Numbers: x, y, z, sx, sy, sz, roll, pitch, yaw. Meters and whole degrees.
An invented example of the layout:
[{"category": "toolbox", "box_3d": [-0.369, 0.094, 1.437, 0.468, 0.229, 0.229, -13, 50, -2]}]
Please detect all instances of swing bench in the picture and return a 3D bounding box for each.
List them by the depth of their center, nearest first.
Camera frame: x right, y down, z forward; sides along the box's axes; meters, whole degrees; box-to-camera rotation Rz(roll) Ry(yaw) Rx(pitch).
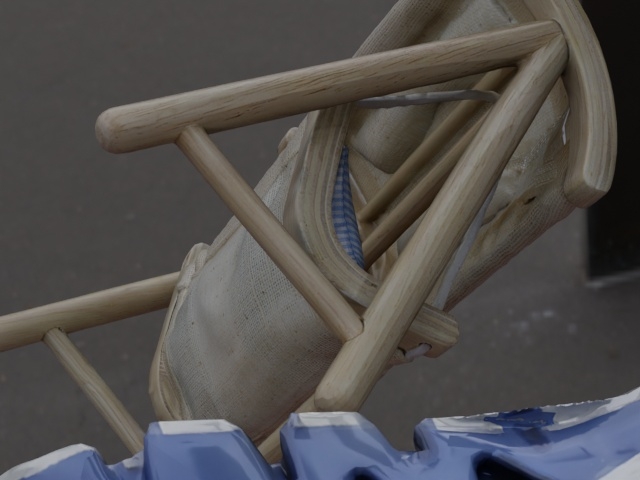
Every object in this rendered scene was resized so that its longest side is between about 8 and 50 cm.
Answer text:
[{"category": "swing bench", "box_3d": [0.000, 0.000, 0.729, 0.255, 0.253, 0.165, -35, 83, -33]}]

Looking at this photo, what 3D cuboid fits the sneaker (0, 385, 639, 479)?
[{"category": "sneaker", "box_3d": [0.077, 0.129, 0.351, 0.316, 0.127, 0.182, -10, 67, 4]}]
